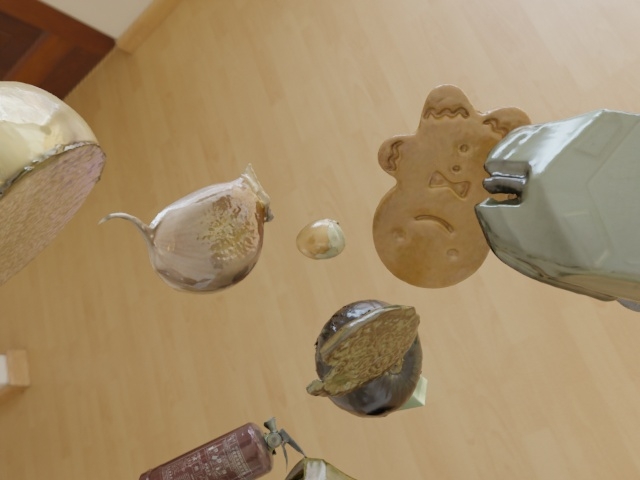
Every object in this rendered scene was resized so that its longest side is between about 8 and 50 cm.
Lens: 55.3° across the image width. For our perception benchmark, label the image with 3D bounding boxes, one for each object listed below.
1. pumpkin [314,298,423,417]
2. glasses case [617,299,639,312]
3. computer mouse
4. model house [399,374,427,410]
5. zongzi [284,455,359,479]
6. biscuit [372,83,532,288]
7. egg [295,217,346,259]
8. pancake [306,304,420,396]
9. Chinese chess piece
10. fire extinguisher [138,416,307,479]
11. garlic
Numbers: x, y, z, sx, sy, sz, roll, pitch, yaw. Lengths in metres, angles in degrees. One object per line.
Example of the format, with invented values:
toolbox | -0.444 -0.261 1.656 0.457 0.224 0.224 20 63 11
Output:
pumpkin | 0.095 0.231 1.204 0.163 0.233 0.232 2 81 56
glasses case | 0.735 0.072 1.559 0.282 0.067 0.109 44 145 17
computer mouse | 0.398 -0.024 0.694 0.429 0.145 0.228 11 74 21
model house | 0.233 0.427 1.835 0.127 0.149 0.100 -22 33 31
zongzi | -0.038 0.407 0.627 0.260 0.123 0.289 -52 17 23
biscuit | 0.218 -0.081 1.058 0.275 0.052 0.354 24 108 5
egg | 0.000 0.000 1.044 0.083 0.071 0.071 -20 65 1
pancake | 0.075 0.185 0.999 0.029 0.212 0.235 54 139 33
Chinese chess piece | -0.359 -0.042 0.658 0.112 0.270 0.270 41 109 -4
fire extinguisher | -0.163 0.386 1.038 0.269 0.104 0.104 -25 62 -4
garlic | -0.175 0.009 0.840 0.129 0.267 0.148 -30 89 35
